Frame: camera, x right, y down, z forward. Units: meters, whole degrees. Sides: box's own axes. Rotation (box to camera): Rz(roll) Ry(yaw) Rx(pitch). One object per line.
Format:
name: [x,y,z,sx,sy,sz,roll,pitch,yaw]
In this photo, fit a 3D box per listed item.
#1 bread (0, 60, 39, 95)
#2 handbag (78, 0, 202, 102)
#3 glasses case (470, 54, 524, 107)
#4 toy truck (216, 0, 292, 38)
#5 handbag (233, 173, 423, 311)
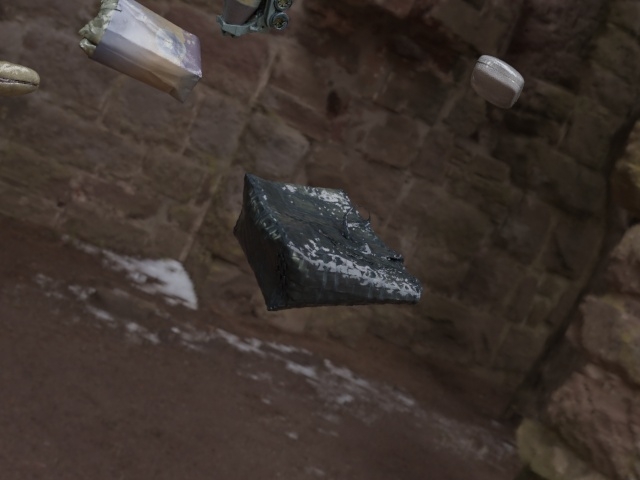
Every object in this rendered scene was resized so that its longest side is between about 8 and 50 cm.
bread: [-0.616,-0.295,1.632,0.214,0.073,0.053,0,55,-34]
handbag: [-0.249,-0.275,1.246,0.173,0.095,0.117,23,32,-27]
glasses case: [0.318,-0.284,1.618,0.092,0.059,0.233,32,4,9]
toy truck: [-0.137,-0.562,1.950,0.140,0.256,0.108,-3,38,-27]
handbag: [0.000,0.000,1.061,0.175,0.088,0.270,1,30,-22]
